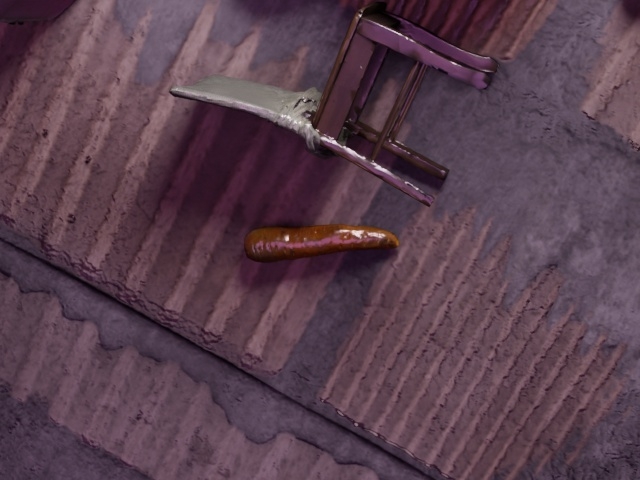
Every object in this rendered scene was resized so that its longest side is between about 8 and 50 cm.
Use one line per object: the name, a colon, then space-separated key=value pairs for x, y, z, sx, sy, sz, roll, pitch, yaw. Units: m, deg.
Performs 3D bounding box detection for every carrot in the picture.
carrot: x=0.000 y=0.000 z=1.199 sx=0.191 sy=0.047 sz=0.047 roll=-5 pitch=101 yaw=8

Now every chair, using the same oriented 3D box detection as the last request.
chair: x=0.016 y=-0.182 z=1.096 sx=0.319 sy=0.160 sz=0.186 roll=26 pitch=112 yaw=5

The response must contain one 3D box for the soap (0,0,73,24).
soap: x=-0.408 y=-0.376 z=1.135 sx=0.081 sy=0.181 sz=0.259 roll=-38 pitch=90 yaw=17
